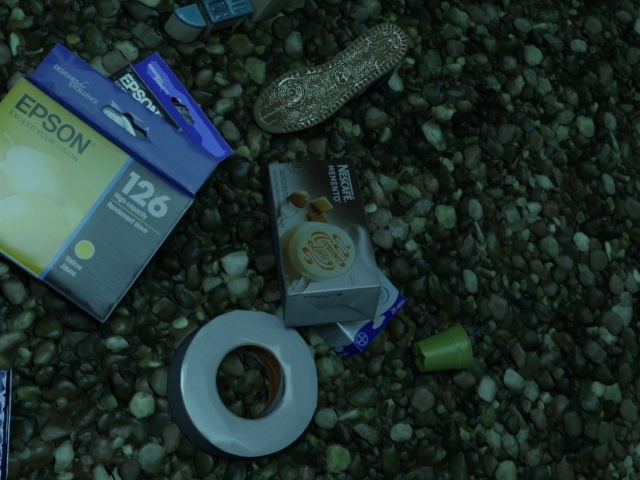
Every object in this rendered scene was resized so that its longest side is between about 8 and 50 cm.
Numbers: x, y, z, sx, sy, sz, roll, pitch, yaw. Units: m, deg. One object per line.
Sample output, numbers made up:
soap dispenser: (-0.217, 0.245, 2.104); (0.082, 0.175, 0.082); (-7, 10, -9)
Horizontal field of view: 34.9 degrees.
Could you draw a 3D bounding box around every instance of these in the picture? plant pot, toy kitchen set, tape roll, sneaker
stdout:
plant pot: (0.198, 0.185, 1.687); (0.079, 0.083, 0.083); (-12, 80, -14)
toy kitchen set: (-0.169, -0.439, 1.665); (0.207, 0.122, 0.166); (-24, 86, -29)
tape roll: (-0.115, 0.216, 1.525); (0.219, 0.072, 0.219); (7, 73, -24)
sneaker: (0.018, -0.263, 1.729); (0.282, 0.153, 0.099); (-31, 92, 1)

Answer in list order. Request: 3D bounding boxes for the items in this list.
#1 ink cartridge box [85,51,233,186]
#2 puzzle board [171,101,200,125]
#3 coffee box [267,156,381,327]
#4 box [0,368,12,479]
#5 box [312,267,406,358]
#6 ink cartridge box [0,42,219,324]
ink cartridge box: (-0.268, -0.162, 1.563); (0.208, 0.045, 0.206); (-39, 94, -20)
puzzle board: (-0.248, -0.177, 1.613); (0.128, 0.011, 0.096); (2, 75, -26)
coffee box: (0.000, 0.000, 1.564); (0.141, 0.098, 0.246); (-4, 55, -7)
box: (-0.421, 0.241, 1.284); (0.037, 0.225, 0.136); (5, 73, -24)
box: (0.044, 0.095, 1.637); (0.137, 0.072, 0.126); (48, 61, -5)
ink cartridge box: (-0.347, -0.088, 1.472); (0.304, 0.072, 0.307); (36, 78, -9)
